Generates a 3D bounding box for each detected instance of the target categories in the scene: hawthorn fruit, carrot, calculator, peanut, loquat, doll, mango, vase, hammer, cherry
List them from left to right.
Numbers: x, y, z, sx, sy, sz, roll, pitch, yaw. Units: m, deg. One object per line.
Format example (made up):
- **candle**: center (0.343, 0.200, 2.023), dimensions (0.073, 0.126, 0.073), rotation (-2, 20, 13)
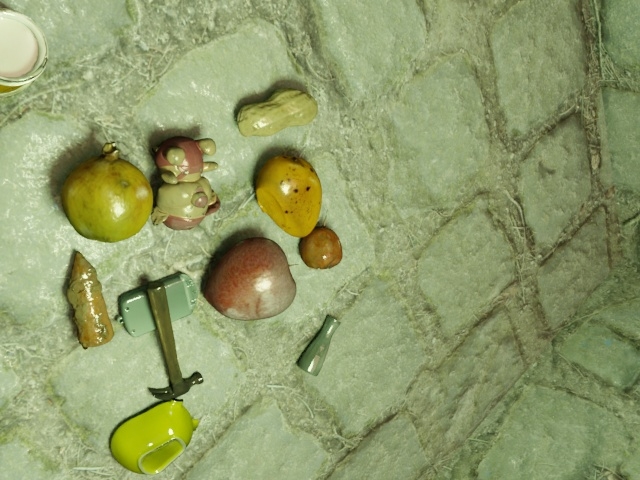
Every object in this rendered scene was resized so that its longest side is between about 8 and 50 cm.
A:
- **carrot**: center (-0.617, 0.153, 1.557), dimensions (0.102, 0.102, 0.263), rotation (-15, 111, -33)
- **loquat**: center (-0.521, -0.119, 1.440), dimensions (0.214, 0.213, 0.246), rotation (-5, 110, -37)
- **calculator**: center (-0.471, 0.187, 1.701), dimensions (0.246, 0.045, 0.141), rotation (-23, 121, -29)
- **hammer**: center (-0.447, 0.300, 1.724), dimensions (0.168, 0.044, 0.439), rotation (-23, 130, -30)
- **doll**: center (-0.363, -0.149, 1.582), dimensions (0.196, 0.152, 0.255), rotation (-5, 116, -22)
- **cherry**: center (-0.207, 0.125, 1.770), dimensions (0.308, 0.221, 0.261), rotation (-20, 124, -6)
- **peanut**: center (-0.127, -0.373, 1.701), dimensions (0.257, 0.123, 0.123), rotation (-20, 119, -26)
- **mango**: center (-0.083, -0.138, 1.803), dimensions (0.191, 0.160, 0.290), rotation (-43, 133, -27)
- **vase**: center (0.000, 0.379, 2.129), dimensions (0.086, 0.086, 0.214), rotation (35, 81, -41)
- **hawthorn fruit**: center (0.003, 0.016, 1.961), dimensions (0.149, 0.149, 0.189), rotation (35, 45, -41)

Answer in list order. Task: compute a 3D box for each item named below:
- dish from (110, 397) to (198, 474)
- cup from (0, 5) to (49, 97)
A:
- **dish**: center (-0.494, 0.625, 1.799), dimensions (0.262, 0.108, 0.221), rotation (-31, 131, -16)
- **cup**: center (-0.650, -0.385, 1.181), dimensions (0.196, 0.280, 0.196), rotation (-10, 108, -35)
